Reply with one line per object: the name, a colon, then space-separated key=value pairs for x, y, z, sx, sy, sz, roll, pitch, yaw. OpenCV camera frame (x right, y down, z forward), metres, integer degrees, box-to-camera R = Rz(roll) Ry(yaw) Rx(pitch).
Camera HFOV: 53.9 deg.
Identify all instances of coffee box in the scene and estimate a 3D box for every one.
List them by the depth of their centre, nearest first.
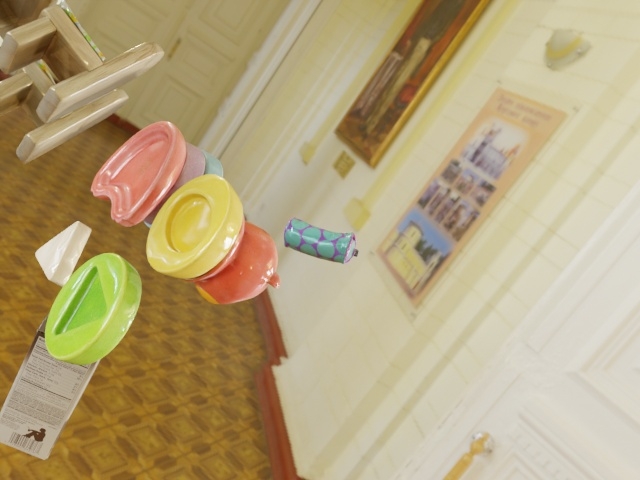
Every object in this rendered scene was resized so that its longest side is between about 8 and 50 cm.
coffee box: x=-0.495 y=0.244 z=1.195 sx=0.119 sy=0.297 sz=0.168 roll=28 pitch=25 yaw=-12

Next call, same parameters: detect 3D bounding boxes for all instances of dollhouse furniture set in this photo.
dollhouse furniture set: x=-0.168 y=-0.209 z=0.402 sx=0.161 sy=0.242 sz=0.212 roll=-44 pitch=103 yaw=-36

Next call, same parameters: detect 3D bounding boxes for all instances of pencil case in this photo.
pencil case: x=0.000 y=0.000 z=1.282 sx=0.152 sy=0.070 sz=0.064 roll=16 pitch=-22 yaw=23

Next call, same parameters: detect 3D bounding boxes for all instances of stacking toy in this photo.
stacking toy: x=-0.202 y=0.017 z=0.782 sx=0.130 sy=0.279 sz=0.309 roll=40 pitch=7 yaw=-42

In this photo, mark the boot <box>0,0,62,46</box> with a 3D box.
boot: x=-0.378 y=-0.249 z=0.587 sx=0.088 sy=0.244 sz=0.176 roll=3 pitch=-52 yaw=44
